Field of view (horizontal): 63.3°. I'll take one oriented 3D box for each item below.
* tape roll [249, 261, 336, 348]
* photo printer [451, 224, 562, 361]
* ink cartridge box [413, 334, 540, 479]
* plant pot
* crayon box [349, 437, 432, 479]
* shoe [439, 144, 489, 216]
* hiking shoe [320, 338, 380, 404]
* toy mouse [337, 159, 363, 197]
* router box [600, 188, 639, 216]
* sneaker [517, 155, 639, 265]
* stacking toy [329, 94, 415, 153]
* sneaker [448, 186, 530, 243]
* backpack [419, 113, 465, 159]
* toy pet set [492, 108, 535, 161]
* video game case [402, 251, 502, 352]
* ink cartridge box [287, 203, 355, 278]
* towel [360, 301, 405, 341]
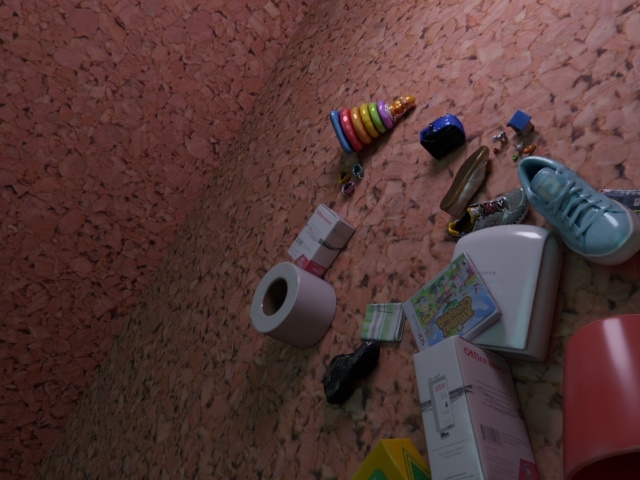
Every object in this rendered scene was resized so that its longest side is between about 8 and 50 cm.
[{"bbox_3d":[-0.090,0.213,1.700,0.246,0.169,0.246,-32,43,36],"label":"tape roll"},{"bbox_3d":[0.408,0.108,1.186,0.256,0.107,0.307,-4,62,51],"label":"photo printer"},{"bbox_3d":[0.309,0.361,1.034,0.117,0.207,0.283,-36,40,34],"label":"ink cartridge box"},{"bbox_3d":[0.510,0.269,0.817,0.275,0.275,0.243,-30,32,36],"label":"plant pot"},{"bbox_3d":[0.139,0.650,1.055,0.362,0.106,0.313,-59,38,19],"label":"crayon box"},{"bbox_3d":[0.411,-0.164,1.444,0.219,0.058,0.076,-57,14,-3],"label":"shoe"},{"bbox_3d":[0.074,0.348,1.459,0.227,0.086,0.114,-52,38,13],"label":"hiking shoe"},{"bbox_3d":[0.118,-0.221,1.879,0.143,0.031,0.161,7,71,54],"label":"toy mouse"},{"bbox_3d":[0.636,-0.058,1.077,0.122,0.038,0.092,8,73,54],"label":"router box"},{"bbox_3d":[0.512,-0.075,1.089,0.135,0.150,0.366,-59,18,20],"label":"sneaker"},{"bbox_3d":[0.201,-0.439,1.856,0.302,0.165,0.175,-21,5,21],"label":"stacking toy"},{"bbox_3d":[0.423,-0.058,1.306,0.225,0.093,0.088,-39,39,27],"label":"sneaker"},{"bbox_3d":[0.372,-0.327,1.572,0.120,0.098,0.101,-30,40,38],"label":"backpack"},{"bbox_3d":[0.515,-0.282,1.380,0.114,0.065,0.122,-56,34,5],"label":"toy pet set"},{"bbox_3d":[0.291,0.158,1.186,0.212,0.023,0.193,-46,35,25],"label":"video game case"},{"bbox_3d":[0.000,0.000,1.813,0.217,0.092,0.158,-57,34,8],"label":"ink cartridge box"},{"bbox_3d":[0.176,0.230,1.472,0.152,0.023,0.113,-10,57,49],"label":"towel"}]
